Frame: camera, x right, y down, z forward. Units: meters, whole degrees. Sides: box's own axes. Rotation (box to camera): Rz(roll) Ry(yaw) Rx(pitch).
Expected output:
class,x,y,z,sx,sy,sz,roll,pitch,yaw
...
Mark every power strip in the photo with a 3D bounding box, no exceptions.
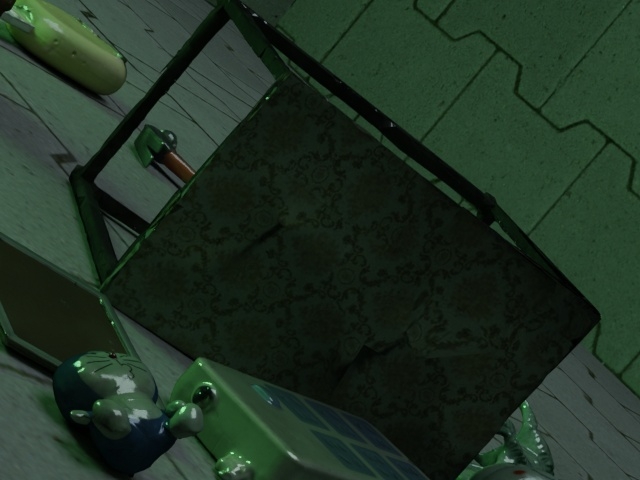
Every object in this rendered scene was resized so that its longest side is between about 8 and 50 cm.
class,x,y,z,sx,sy,sz,roll,pitch,yaw
power strip,-0.002,0.152,1.249,0.118,0.046,0.270,46,10,33

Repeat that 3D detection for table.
class,x,y,z,sx,sy,sz,roll,pitch,yaw
table,0.000,0.000,1.461,0.335,0.222,0.272,37,8,-24

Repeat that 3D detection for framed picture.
class,x,y,z,sx,sy,sz,roll,pitch,yaw
framed picture,-0.170,0.051,1.151,0.142,0.011,0.183,35,10,-34

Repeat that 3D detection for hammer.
class,x,y,z,sx,sy,sz,roll,pitch,yaw
hammer,-0.085,-0.021,1.855,0.288,0.033,0.111,42,7,11

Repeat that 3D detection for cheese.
class,x,y,z,sx,sy,sz,roll,pitch,yaw
cheese,-0.310,-0.232,1.910,0.127,0.050,0.255,45,9,29

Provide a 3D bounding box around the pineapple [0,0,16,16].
class,x,y,z,sx,sy,sz,roll,pitch,yaw
pineapple,-0.349,-0.254,1.519,0.193,0.166,0.166,13,21,-30

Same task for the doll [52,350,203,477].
class,x,y,z,sx,sy,sz,roll,pitch,yaw
doll,-0.119,0.094,1.014,0.076,0.050,0.083,7,30,-42

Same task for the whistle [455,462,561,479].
class,x,y,z,sx,sy,sz,roll,pitch,yaw
whistle,0.171,0.241,1.381,0.102,0.106,0.253,-5,23,-13

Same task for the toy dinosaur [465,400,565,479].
class,x,y,z,sx,sy,sz,roll,pitch,yaw
toy dinosaur,0.203,0.202,1.751,0.383,0.076,0.129,9,63,-63
